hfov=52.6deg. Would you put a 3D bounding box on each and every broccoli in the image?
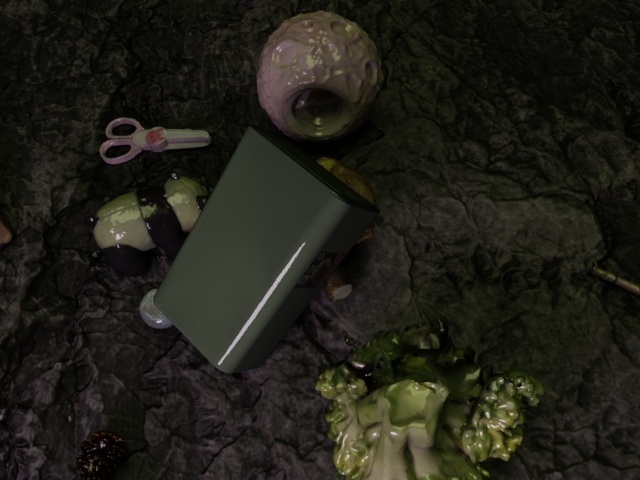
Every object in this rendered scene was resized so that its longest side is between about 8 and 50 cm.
[{"bbox_3d":[0.117,0.262,0.908,0.293,0.281,0.348,29,64,20],"label":"broccoli"}]

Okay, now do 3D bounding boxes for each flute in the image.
[{"bbox_3d":[0.580,0.099,1.123,0.233,0.027,0.027,27,64,19],"label":"flute"}]

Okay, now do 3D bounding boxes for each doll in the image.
[{"bbox_3d":[-0.314,-0.036,1.221,0.234,0.135,0.144,-20,60,-12],"label":"doll"}]

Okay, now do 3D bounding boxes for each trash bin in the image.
[{"bbox_3d":[-0.096,0.022,1.069,0.223,0.158,0.344,39,104,23],"label":"trash bin"}]

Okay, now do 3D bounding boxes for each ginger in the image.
[{"bbox_3d":[0.046,-0.073,1.188,0.102,0.157,0.216,-28,23,15],"label":"ginger"}]

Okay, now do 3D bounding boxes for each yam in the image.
[{"bbox_3d":[0.000,0.000,1.213,0.061,0.061,0.253,-19,57,-7],"label":"yam"}]

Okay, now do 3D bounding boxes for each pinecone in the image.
[{"bbox_3d":[-0.344,0.340,1.020,0.077,0.077,0.083,4,64,7],"label":"pinecone"}]

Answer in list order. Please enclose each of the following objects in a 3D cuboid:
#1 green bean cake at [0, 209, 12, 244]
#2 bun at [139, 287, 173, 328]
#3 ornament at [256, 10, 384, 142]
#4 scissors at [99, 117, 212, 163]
[{"bbox_3d":[-0.692,-0.068,1.281,0.085,0.109,0.179,-33,61,-14],"label":"green bean cake"},{"bbox_3d":[-0.284,0.124,1.166,0.083,0.045,0.083,-1,59,1],"label":"bun"},{"bbox_3d":[-0.003,-0.333,1.305,0.259,0.259,0.225,-1,53,4],"label":"ornament"},{"bbox_3d":[-0.353,-0.216,1.392,0.241,0.031,0.118,1,59,8],"label":"scissors"}]
